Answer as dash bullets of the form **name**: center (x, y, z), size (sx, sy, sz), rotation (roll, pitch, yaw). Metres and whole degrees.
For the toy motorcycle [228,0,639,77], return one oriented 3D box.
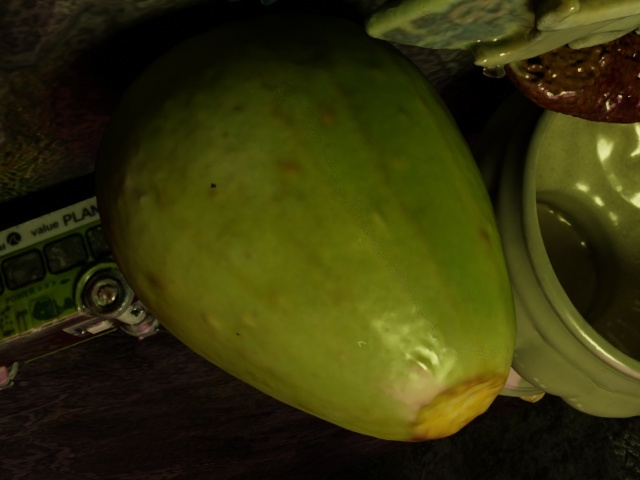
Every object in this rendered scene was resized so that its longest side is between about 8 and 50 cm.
- **toy motorcycle**: center (0.135, -0.194, 0.836), size (0.410, 0.168, 0.237), rotation (-8, 170, -39)

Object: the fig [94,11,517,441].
- **fig**: center (0.000, 0.000, 1.093), size (0.258, 0.326, 0.258), rotation (-37, 167, -10)

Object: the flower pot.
- **flower pot**: center (0.220, 0.006, 1.338), size (0.307, 0.307, 0.244), rotation (-5, 168, -30)

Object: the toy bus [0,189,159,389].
- **toy bus**: center (-0.234, 0.031, 1.331), size (0.302, 0.139, 0.113), rotation (-20, 164, 6)

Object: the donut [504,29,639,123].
- **donut**: center (0.235, -0.146, 1.173), size (0.295, 0.112, 0.151), rotation (-9, 161, -13)

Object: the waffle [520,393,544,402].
- **waffle**: center (0.132, 0.072, 1.651), size (0.261, 0.151, 0.324), rotation (15, 173, 23)
